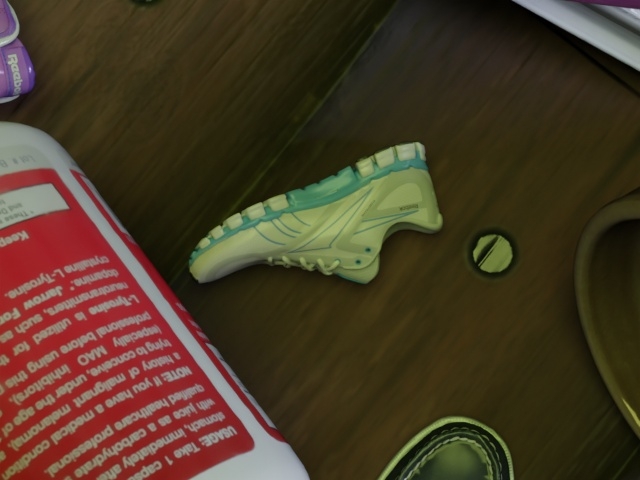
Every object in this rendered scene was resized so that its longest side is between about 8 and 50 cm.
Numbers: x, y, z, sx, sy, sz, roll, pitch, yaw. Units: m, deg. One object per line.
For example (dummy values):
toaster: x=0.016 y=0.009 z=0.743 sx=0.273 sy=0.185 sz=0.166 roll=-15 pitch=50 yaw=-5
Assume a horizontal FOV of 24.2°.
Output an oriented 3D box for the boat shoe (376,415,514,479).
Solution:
boat shoe: x=0.051 y=0.260 z=0.999 sx=0.114 sy=0.091 sz=0.302 roll=20 pitch=82 yaw=6

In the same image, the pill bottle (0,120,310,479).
pill bottle: x=-0.153 y=0.140 z=0.938 sx=0.229 sy=0.229 sz=0.407 roll=-38 pitch=72 yaw=-3

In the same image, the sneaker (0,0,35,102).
sneaker: x=-0.283 y=-0.104 z=1.022 sx=0.161 sy=0.102 sz=0.282 roll=5 pitch=43 yaw=-4

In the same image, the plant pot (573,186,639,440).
plant pot: x=0.333 y=0.040 z=0.965 sx=0.229 sy=0.263 sz=0.263 roll=-30 pitch=79 yaw=-21

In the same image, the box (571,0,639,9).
box: x=0.190 y=-0.276 z=0.934 sx=0.214 sy=0.117 sz=0.243 roll=6 pitch=86 yaw=-12

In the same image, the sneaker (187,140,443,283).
sneaker: x=0.000 y=0.000 z=1.061 sx=0.191 sy=0.071 sz=0.083 roll=-23 pitch=86 yaw=-1

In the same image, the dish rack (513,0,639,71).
dish rack: x=0.243 y=-0.273 z=1.043 sx=0.333 sy=0.072 sz=0.285 roll=27 pitch=83 yaw=-10
